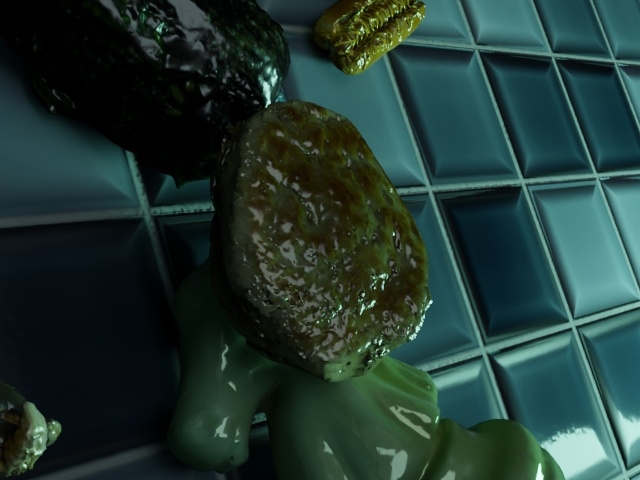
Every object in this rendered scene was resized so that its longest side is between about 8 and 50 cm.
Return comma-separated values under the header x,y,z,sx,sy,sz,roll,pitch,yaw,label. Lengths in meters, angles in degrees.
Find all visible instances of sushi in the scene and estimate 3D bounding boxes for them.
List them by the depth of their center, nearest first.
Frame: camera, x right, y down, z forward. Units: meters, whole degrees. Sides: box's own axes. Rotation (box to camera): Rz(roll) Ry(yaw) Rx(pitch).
x,y,z,sx,sy,sz,roll,pitch,yaw,label
-0.126,-0.142,0.638,0.225,0.124,0.127,41,46,-25,sushi

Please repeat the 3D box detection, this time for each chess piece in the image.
x,y,z,sx,sy,sz,roll,pitch,yaw,label
0.011,0.131,0.642,0.298,0.176,0.175,41,47,-4,chess piece

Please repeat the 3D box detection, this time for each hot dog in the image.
x,y,z,sx,sy,sz,roll,pitch,yaw,label
0.048,-0.214,0.893,0.071,0.045,0.165,55,43,-11,hot dog

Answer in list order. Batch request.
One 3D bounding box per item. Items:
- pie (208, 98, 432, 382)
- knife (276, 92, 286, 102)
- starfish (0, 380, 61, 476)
x,y,z,sx,sy,sz,roll,pitch,yaw,label
0.000,0.000,0.606,0.163,0.079,0.193,16,58,-21,pie
-0.028,-0.110,0.798,0.096,0.010,0.027,53,45,-11,knife
-0.230,0.036,0.432,0.238,0.216,0.071,40,86,-13,starfish
